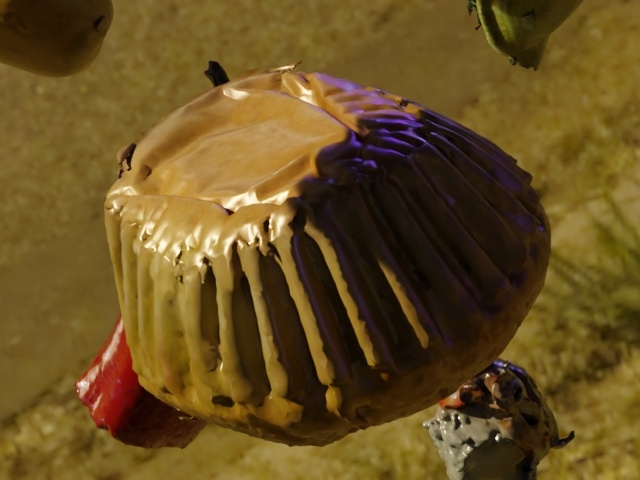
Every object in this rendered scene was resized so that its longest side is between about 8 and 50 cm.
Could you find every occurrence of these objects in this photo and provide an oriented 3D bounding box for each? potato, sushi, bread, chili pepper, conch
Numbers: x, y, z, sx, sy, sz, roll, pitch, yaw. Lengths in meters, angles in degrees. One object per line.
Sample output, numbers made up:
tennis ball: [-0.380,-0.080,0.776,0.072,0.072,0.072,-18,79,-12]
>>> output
potato: [-0.328,-0.253,1.602,0.140,0.300,0.173,-66,8,-18]
sushi: [0.129,0.143,1.304,0.097,0.226,0.103,36,89,14]
bread: [0.003,0.003,0.921,0.240,0.139,0.240,-15,29,9]
chili pepper: [-0.102,0.027,1.591,0.134,0.338,0.131,19,20,-16]
conch: [0.176,-0.223,1.431,0.095,0.201,0.079,27,45,-3]
